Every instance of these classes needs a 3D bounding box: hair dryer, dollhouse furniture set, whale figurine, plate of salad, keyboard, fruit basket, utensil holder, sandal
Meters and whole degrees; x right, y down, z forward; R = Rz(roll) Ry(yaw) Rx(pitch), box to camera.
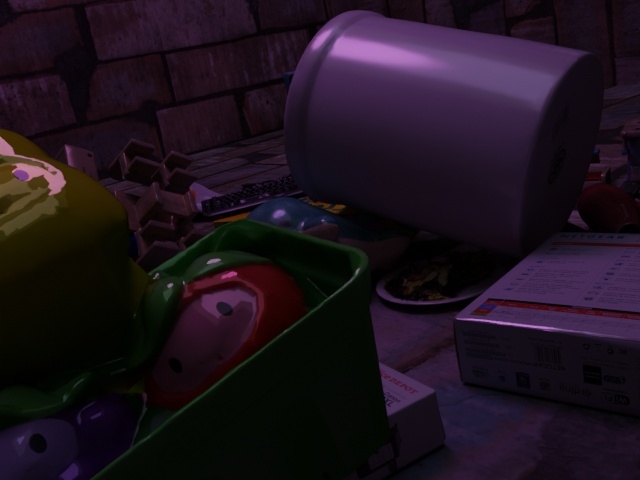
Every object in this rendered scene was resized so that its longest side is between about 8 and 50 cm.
[{"bbox_3d":[0.537,-0.059,1.110,0.294,0.080,0.224,-25,21,-38],"label":"hair dryer"},{"bbox_3d":[-0.308,-0.029,1.047,0.242,0.212,0.161,15,-46,-44],"label":"dollhouse furniture set"},{"bbox_3d":[0.000,0.000,1.087,0.272,0.141,0.216,-5,-24,-6],"label":"whale figurine"},{"bbox_3d":[0.181,0.049,1.039,0.200,0.048,0.200,-10,16,3],"label":"plate of salad"},{"bbox_3d":[-0.098,-0.114,1.455,0.317,0.033,0.201,-15,16,-7],"label":"keyboard"},{"bbox_3d":[0.571,-0.160,1.346,0.184,0.129,0.129,0,19,31],"label":"dollhouse furniture set"},{"bbox_3d":[-0.173,0.074,0.507,0.392,0.391,0.283,-19,18,-27],"label":"fruit basket"},{"bbox_3d":[0.193,-0.166,1.064,0.386,0.327,0.328,21,32,32],"label":"utensil holder"},{"bbox_3d":[-0.320,-0.088,1.847,0.265,0.076,0.102,21,45,25],"label":"sandal"}]

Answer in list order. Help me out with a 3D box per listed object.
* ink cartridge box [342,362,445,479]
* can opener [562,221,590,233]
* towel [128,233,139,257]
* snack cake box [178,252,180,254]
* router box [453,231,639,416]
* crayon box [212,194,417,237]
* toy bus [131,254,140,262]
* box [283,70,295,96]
[{"bbox_3d":[0.027,0.181,0.657,0.151,0.063,0.109,-20,18,-27],"label":"ink cartridge box"},{"bbox_3d":[0.375,-0.021,1.128,0.073,0.059,0.186,-16,16,-17],"label":"can opener"},{"bbox_3d":[-0.433,0.058,1.210,0.308,0.076,0.227,-32,9,29],"label":"towel"},{"bbox_3d":[-0.222,0.070,1.175,0.264,0.089,0.152,-20,19,-27],"label":"snack cake box"},{"bbox_3d":[0.367,0.078,0.743,0.336,0.082,0.301,3,21,41],"label":"router box"},{"bbox_3d":[0.020,-0.054,1.403,0.363,0.106,0.313,-3,18,27],"label":"crayon box"},{"bbox_3d":[-0.450,0.030,1.442,0.191,0.104,0.202,-17,17,-19],"label":"toy bus"},{"bbox_3d":[0.004,-0.209,1.311,0.101,0.244,0.060,-14,17,-8],"label":"box"}]
